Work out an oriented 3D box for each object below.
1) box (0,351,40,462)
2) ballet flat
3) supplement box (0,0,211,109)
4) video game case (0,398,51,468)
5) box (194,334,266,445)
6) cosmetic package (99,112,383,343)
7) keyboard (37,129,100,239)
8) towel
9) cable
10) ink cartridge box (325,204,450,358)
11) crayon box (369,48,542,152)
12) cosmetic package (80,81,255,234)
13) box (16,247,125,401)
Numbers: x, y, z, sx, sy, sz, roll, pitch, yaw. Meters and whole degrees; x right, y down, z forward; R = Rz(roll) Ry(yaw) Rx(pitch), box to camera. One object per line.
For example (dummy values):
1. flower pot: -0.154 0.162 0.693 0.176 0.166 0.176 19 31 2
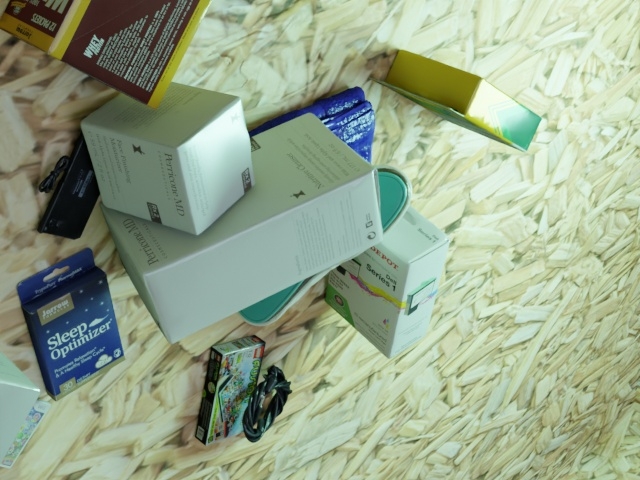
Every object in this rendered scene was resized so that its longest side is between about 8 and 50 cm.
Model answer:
1. box: -0.524 0.140 1.063 0.215 0.345 0.168 28 92 -53
2. ballet flat: 0.000 0.000 1.697 0.400 0.139 0.139 -42 145 13
3. supplement box: -0.277 -0.310 1.231 0.194 0.129 0.191 23 95 -53
4. video game case: -0.494 0.301 1.482 0.122 0.011 0.087 -58 143 -4
5. box: -0.176 0.291 1.819 0.114 0.036 0.207 -11 122 -45
6. cosmetic package: -0.121 -0.028 1.457 0.385 0.217 0.156 -25 133 -18
7. keyboard: -0.362 -0.090 1.368 0.108 0.023 0.180 17 100 -59
8. towel: -0.023 -0.131 1.685 0.308 0.076 0.228 -27 131 -36
9. cable: -0.107 0.340 1.881 0.184 0.047 0.150 81 31 -61
10. ink cartridge box: 0.125 0.062 1.837 0.117 0.201 0.278 -28 144 -31
11. crayon box: 0.270 -0.277 1.818 0.323 0.203 0.083 15 102 -52
12. cosmetic package: -0.217 -0.127 1.352 0.151 0.183 0.151 -46 141 -40
13. box: -0.390 0.134 1.472 0.136 0.036 0.225 -31 133 -33
